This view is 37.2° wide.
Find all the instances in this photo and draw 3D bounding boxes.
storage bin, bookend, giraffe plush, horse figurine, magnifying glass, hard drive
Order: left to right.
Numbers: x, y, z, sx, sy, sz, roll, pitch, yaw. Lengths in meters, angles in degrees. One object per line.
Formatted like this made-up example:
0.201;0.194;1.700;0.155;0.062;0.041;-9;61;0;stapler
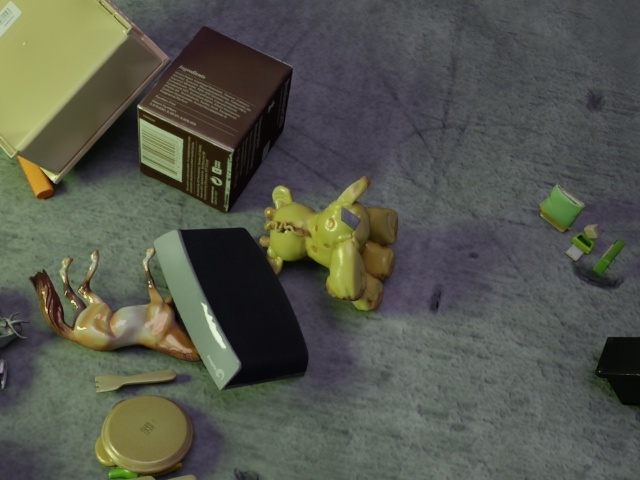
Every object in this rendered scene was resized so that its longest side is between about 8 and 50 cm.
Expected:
-0.481;-0.160;1.518;0.092;0.026;0.231;-21;65;-22;magnifying glass
-0.420;-0.278;1.450;0.262;0.123;0.260;-46;70;3;storage bin
-0.281;0.097;1.359;0.263;0.066;0.175;0;67;-19;horse figurine
-0.123;0.087;1.371;0.172;0.054;0.255;-2;54;-42;hard drive
0.000;0.000;1.433;0.170;0.210;0.181;4;59;29;giraffe plush
0.518;0.220;1.411;0.157;0.156;0.072;52;52;-29;bookend

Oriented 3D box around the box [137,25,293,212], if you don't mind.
-0.168;-0.191;1.506;0.167;0.168;0.203;26;58;8;box

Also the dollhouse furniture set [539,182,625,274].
0.416;-0.014;1.551;0.151;0.076;0.058;40;59;15;dollhouse furniture set

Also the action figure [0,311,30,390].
-0.537;0.137;1.279;0.285;0.099;0.185;-8;55;-18;action figure

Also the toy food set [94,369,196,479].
-0.238;0.265;1.286;0.132;0.039;0.192;-4;47;-15;toy food set
